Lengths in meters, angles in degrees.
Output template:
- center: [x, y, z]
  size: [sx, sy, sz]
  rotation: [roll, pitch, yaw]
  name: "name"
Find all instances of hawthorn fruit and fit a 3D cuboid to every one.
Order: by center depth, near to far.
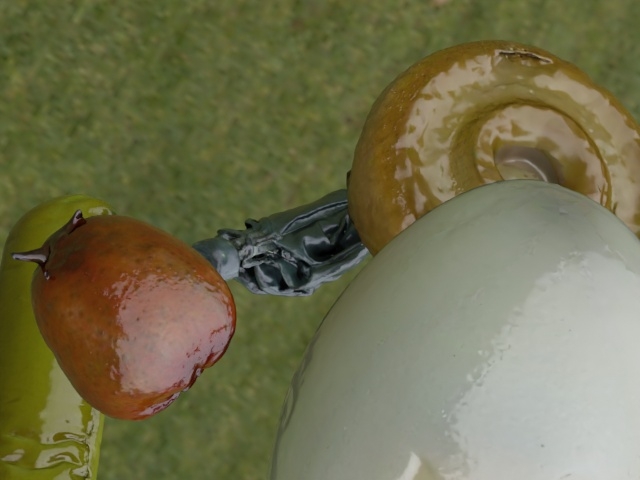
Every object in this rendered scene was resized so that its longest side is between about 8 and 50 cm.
- center: [-0.085, 0.026, 0.804]
  size: [0.081, 0.093, 0.081]
  rotation: [-43, 179, -1]
  name: "hawthorn fruit"

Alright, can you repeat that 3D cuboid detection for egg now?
- center: [0.113, 0.132, 1.231]
  size: [0.283, 0.283, 0.345]
  rotation: [12, 98, -52]
  name: "egg"

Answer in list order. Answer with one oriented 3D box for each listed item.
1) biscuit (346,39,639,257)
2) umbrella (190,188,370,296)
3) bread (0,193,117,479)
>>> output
- center: [0.171, -0.044, 1.632]
  size: [0.296, 0.296, 0.102]
  rotation: [-31, 169, -32]
  name: "biscuit"
- center: [-0.001, 0.003, 1.885]
  size: [0.349, 0.143, 0.094]
  rotation: [-17, 89, -50]
  name: "umbrella"
- center: [-0.250, 0.139, 1.685]
  size: [0.166, 0.112, 0.383]
  rotation: [118, -22, -60]
  name: "bread"
